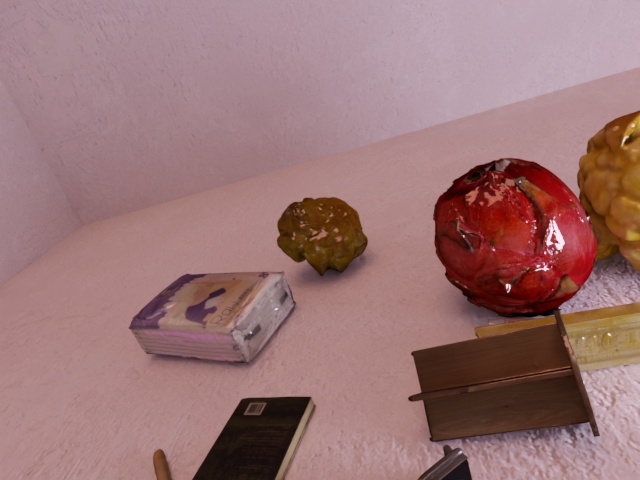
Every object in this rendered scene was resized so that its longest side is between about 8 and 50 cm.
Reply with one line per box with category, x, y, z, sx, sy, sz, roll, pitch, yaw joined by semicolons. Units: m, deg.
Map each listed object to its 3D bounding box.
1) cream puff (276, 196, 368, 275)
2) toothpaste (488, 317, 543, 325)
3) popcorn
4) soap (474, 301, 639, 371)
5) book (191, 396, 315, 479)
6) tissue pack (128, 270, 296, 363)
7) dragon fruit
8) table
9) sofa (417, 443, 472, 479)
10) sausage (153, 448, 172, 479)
cream puff;0.005;-0.014;1.283;0.244;0.196;0.244;-13;48;15
toothpaste;0.394;0.156;0.813;0.194;0.043;0.067;-3;24;20
popcorn;0.645;-0.092;0.890;0.348;0.349;0.381;-26;-3;-15
soap;0.378;0.162;0.736;0.251;0.092;0.037;-13;19;14
book;-0.117;0.352;0.782;0.160;0.024;0.228;-9;25;25
tissue pack;-0.259;0.178;1.154;0.343;0.126;0.242;-3;27;29
dragon fruit;0.360;-0.004;0.908;0.295;0.302;0.296;-37;16;12
table;0.251;0.207;0.678;0.226;0.167;0.167;-18;21;23
sofa;0.119;0.321;0.590;0.147;0.085;0.060;-28;27;-20
sausage;-0.265;0.398;0.793;0.024;0.024;0.132;-28;25;-20
